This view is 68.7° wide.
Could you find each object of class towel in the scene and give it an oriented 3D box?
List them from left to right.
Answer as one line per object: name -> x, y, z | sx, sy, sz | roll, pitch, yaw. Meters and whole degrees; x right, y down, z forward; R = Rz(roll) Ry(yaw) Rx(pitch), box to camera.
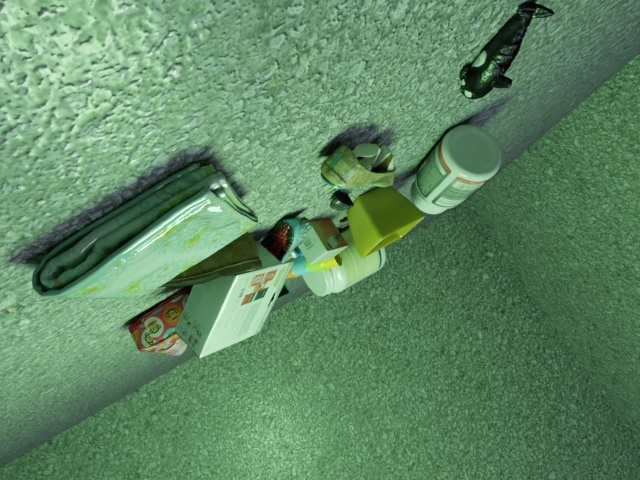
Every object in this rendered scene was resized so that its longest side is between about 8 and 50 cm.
towel -> -0.317, 0.006, 0.942 | 0.375, 0.090, 0.320 | -31, 169, -1

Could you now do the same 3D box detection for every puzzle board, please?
puzzle board -> 0.067, -0.177, 1.390 | 0.128, 0.011, 0.096 | -32, 169, 0

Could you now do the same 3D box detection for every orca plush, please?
orca plush -> 0.438, -0.414, 1.105 | 0.151, 0.102, 0.287 | -24, 167, -35

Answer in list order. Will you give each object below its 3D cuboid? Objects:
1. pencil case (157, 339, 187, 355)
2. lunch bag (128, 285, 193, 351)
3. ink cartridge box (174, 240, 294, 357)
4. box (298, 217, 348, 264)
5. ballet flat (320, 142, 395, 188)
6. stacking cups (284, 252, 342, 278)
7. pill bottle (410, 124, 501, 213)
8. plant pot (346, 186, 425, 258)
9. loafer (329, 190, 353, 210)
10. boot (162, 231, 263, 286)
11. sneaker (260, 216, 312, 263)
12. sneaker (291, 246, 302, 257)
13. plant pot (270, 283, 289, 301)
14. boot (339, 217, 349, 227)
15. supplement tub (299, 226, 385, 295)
pencil case -> -0.587, 0.381, 1.817 | 0.124, 0.124, 0.284 | -29, 170, -13
lunch bag -> -0.472, 0.267, 1.595 | 0.293, 0.120, 0.258 | -31, 170, -5
ink cartridge box -> -0.254, 0.166, 1.417 | 0.272, 0.130, 0.309 | -10, 133, -57
box -> 0.000, 0.000, 1.679 | 0.091, 0.130, 0.171 | -38, 168, 27
ballet flat -> 0.127, -0.200, 1.214 | 0.123, 0.123, 0.349 | -38, 167, 31
stacking cups -> -0.072, 0.102, 1.861 | 0.317, 0.095, 0.096 | -19, 175, 22
pill bottle -> 0.469, -0.240, 1.697 | 0.210, 0.210, 0.363 | -28, 169, -19
plant pot -> 0.221, -0.085, 1.758 | 0.212, 0.187, 0.212 | -26, 168, -24
loafer -> 0.059, -0.119, 1.505 | 0.061, 0.062, 0.170 | -29, 169, 13
boot -> -0.303, 0.052, 1.197 | 0.306, 0.115, 0.112 | -15, 176, 8
sneaker -> -0.105, 0.011, 1.515 | 0.125, 0.104, 0.262 | -26, 168, -38
sneaker -> -0.068, 0.024, 1.781 | 0.085, 0.058, 0.152 | -28, 174, 10
plant pot -> -0.264, 0.175, 1.684 | 0.166, 0.165, 0.234 | -23, 174, -40
boot -> 0.131, -0.082, 1.921 | 0.114, 0.037, 0.106 | -35, 156, 1
supplement tub -> 0.095, 0.083, 2.034 | 0.325, 0.235, 0.235 | -26, 168, -28
